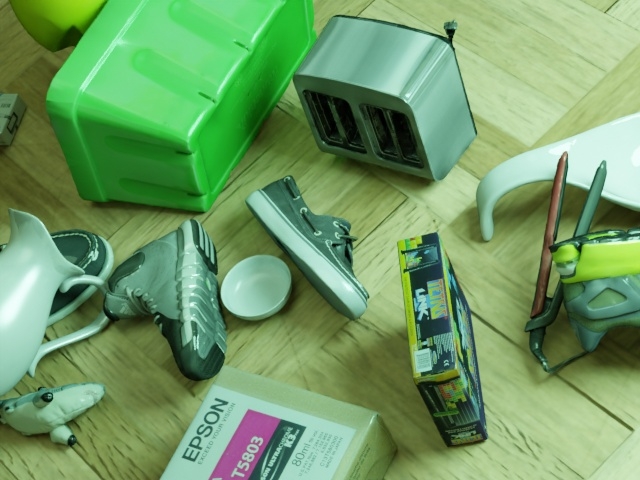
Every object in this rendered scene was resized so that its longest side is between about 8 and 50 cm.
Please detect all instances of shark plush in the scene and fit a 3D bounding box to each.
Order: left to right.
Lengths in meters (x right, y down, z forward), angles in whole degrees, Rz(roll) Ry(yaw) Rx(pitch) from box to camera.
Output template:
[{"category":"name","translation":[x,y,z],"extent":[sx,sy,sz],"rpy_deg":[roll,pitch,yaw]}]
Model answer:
[{"category":"shark plush","translation":[-0.318,0.191,1.792],"extent":[0.161,0.073,0.067],"rpy_deg":[-16,27,35]}]

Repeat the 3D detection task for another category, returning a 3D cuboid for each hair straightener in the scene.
[{"category":"hair straightener","translation":[0.267,0.026,1.632],"extent":[0.089,0.047,0.230],"rpy_deg":[11,79,11]}]

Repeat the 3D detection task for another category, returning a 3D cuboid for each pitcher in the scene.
[{"category":"pitcher","translation":[-0.340,0.095,1.788],"extent":[0.207,0.178,0.125],"rpy_deg":[-56,26,-14]}]

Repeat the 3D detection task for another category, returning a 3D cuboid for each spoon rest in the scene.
[{"category":"spoon rest","translation":[0.298,-0.070,1.710],"extent":[0.276,0.084,0.137],"rpy_deg":[-14,52,12]}]

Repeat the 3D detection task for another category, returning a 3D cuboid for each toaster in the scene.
[{"category":"toaster","translation":[0.075,-0.165,1.800],"extent":[0.168,0.185,0.110],"rpy_deg":[16,58,29]}]

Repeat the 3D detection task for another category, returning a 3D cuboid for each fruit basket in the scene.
[{"category":"fruit basket","translation":[-0.233,-0.258,1.918],"extent":[0.392,0.283,0.392],"rpy_deg":[-2,61,3]}]

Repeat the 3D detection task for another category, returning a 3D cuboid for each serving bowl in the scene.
[{"category":"serving bowl","translation":[-0.069,0.057,1.790],"extent":[0.083,0.027,0.083],"rpy_deg":[-10,53,13]}]

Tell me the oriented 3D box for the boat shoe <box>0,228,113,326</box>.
[{"category":"boat shoe","translation":[-0.393,0.059,1.871],"extent":[0.303,0.091,0.114],"rpy_deg":[-27,50,0]}]

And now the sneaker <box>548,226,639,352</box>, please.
[{"category":"sneaker","translation":[0.380,0.045,1.588],"extent":[0.300,0.111,0.121],"rpy_deg":[-4,97,2]}]

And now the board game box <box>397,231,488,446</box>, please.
[{"category":"board game box","translation":[0.124,0.101,1.610],"extent":[0.048,0.141,0.170],"rpy_deg":[-14,51,12]}]

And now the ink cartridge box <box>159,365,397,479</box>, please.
[{"category":"ink cartridge box","translation":[-0.061,0.261,1.598],"extent":[0.193,0.088,0.234],"rpy_deg":[14,62,28]}]

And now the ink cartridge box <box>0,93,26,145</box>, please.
[{"category":"ink cartridge box","translation":[-0.423,-0.151,2.080],"extent":[0.048,0.028,0.083],"rpy_deg":[2,56,22]}]

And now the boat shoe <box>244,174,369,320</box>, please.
[{"category":"boat shoe","translation":[0.000,0.000,1.781],"extent":[0.076,0.080,0.228],"rpy_deg":[-37,43,-6]}]

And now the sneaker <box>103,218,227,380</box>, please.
[{"category":"sneaker","translation":[-0.181,0.084,1.788],"extent":[0.132,0.086,0.228],"rpy_deg":[-20,40,12]}]
